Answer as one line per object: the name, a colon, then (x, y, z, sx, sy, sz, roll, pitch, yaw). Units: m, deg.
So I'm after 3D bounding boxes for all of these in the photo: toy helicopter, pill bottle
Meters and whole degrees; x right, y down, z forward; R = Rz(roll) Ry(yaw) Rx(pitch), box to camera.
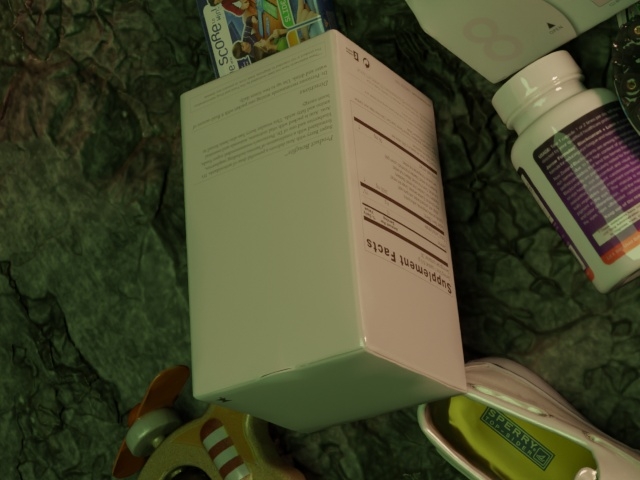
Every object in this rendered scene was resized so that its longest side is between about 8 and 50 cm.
toy helicopter: (-0.102, 0.187, 1.375, 0.235, 0.140, 0.355, 24, 95, 35)
pill bottle: (0.231, -0.061, 1.153, 0.108, 0.108, 0.193, -38, 77, 27)

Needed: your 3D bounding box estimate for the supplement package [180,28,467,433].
supplement package: (0.000, 0.000, 1.198, 0.178, 0.175, 0.292, -18, 63, 29)

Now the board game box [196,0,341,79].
board game box: (-0.058, -0.240, 1.341, 0.136, 0.035, 0.201, -15, 87, 29)

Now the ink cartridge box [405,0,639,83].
ink cartridge box: (0.132, -0.244, 1.115, 0.189, 0.232, 0.066, -27, 42, 47)

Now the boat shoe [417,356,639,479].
boat shoe: (0.234, 0.225, 1.149, 0.367, 0.156, 0.135, 37, 111, 22)

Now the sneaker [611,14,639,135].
sneaker: (0.317, -0.081, 1.110, 0.085, 0.086, 0.237, -35, 81, 9)

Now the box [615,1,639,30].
box: (0.293, -0.259, 1.140, 0.114, 0.036, 0.207, -13, 88, 30)
